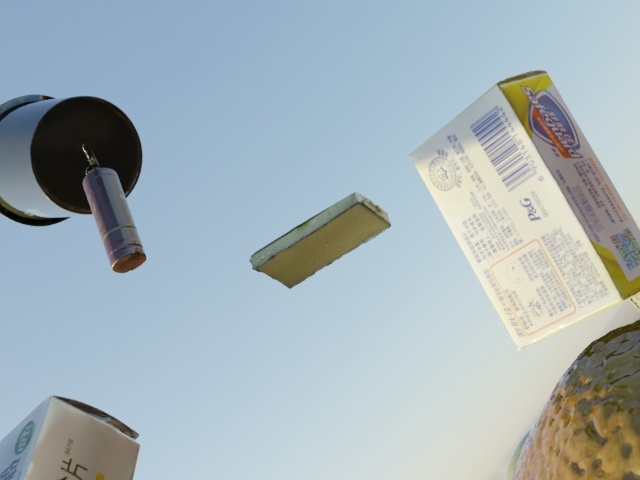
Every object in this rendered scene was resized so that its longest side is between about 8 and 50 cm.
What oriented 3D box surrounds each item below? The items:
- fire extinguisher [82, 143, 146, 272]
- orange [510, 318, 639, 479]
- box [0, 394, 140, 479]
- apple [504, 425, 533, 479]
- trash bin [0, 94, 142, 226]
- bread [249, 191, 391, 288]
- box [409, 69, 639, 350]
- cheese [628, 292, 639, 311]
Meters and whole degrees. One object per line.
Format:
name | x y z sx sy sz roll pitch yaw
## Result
fire extinguisher | -0.250 -0.035 1.223 0.045 0.157 0.078 -23 -24 -6
orange | 0.289 0.217 0.741 0.322 0.322 0.356 -41 -45 -37
box | -0.339 0.364 1.210 0.173 0.145 0.332 -40 27 29
apple | 0.379 0.361 1.388 0.262 0.262 0.262 -47 -15 -17
trash bin | -0.429 -0.129 1.609 0.214 0.214 0.334 -45 22 -25
bread | 0.000 0.000 1.120 0.154 0.028 0.068 -32 -41 24
box | 0.233 -0.032 1.124 0.097 0.265 0.168 -20 -13 -40
cheese | 0.473 0.128 1.335 0.127 0.255 0.050 -18 45 41
